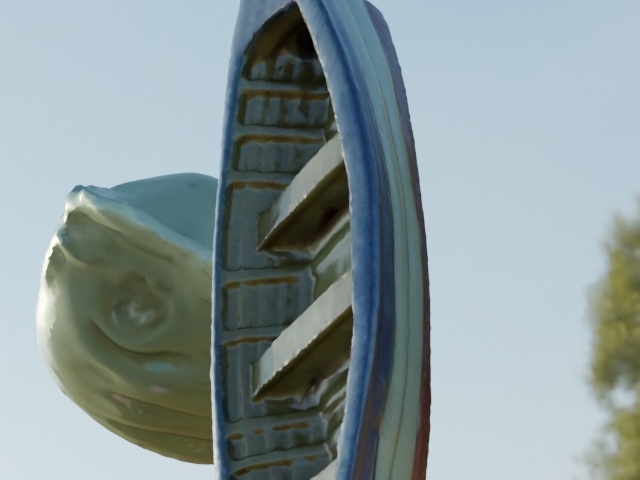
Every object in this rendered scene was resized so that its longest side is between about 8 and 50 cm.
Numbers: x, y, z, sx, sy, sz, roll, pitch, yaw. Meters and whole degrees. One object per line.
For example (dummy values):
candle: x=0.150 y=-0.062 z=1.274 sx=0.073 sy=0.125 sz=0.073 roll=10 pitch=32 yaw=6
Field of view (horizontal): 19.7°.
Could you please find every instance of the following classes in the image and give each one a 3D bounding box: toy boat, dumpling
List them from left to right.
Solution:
dumpling: x=-0.043 y=0.033 z=0.793 sx=0.152 sy=0.108 sz=0.219 roll=6 pitch=-23 yaw=11
toy boat: x=0.000 y=0.000 z=0.510 sx=0.046 sy=0.229 sz=0.080 roll=20 pitch=-45 yaw=-24
